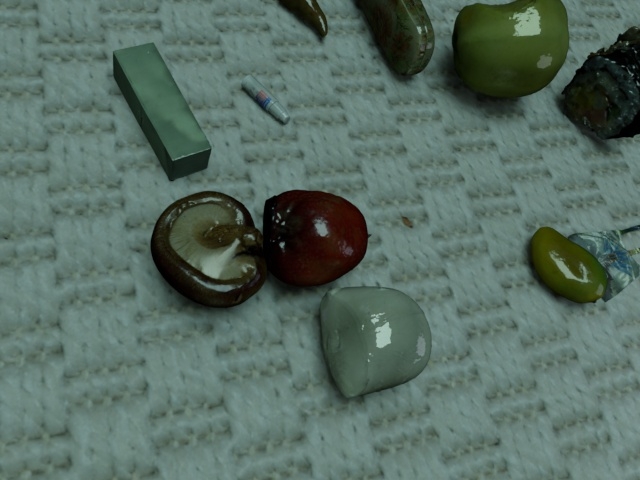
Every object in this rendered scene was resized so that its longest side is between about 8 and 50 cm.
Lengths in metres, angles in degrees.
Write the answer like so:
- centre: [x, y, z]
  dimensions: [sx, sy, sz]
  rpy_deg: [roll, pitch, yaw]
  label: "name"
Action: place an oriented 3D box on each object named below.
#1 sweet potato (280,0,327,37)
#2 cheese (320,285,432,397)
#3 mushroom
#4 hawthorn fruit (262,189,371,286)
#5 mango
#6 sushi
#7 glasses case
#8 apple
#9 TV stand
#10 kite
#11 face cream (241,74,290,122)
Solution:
- centre: [-0.070, -0.596, 1.432]
  dimensions: [0.067, 0.067, 0.274]
  rpy_deg: [-38, 86, -28]
  label: "sweet potato"
- centre: [0.104, 0.172, 1.072]
  dimensions: [0.189, 0.154, 0.198]
  rpy_deg: [-1, 65, -24]
  label: "cheese"
- centre: [-0.198, 0.023, 1.069]
  dimensions: [0.194, 0.138, 0.231]
  rpy_deg: [-7, 56, -6]
  label: "mushroom"
- centre: [0.000, 0.000, 1.121]
  dimensions: [0.251, 0.189, 0.189]
  rpy_deg: [8, 61, -38]
  label: "hawthorn fruit"
- centre: [0.535, 0.060, 1.304]
  dimensions: [0.191, 0.085, 0.122]
  rpy_deg: [37, 70, 13]
  label: "mango"
- centre: [0.756, -0.392, 1.503]
  dimensions: [0.219, 0.238, 0.225]
  rpy_deg: [-40, 99, -34]
  label: "sushi"
- centre: [0.159, -0.595, 1.450]
  dimensions: [0.098, 0.156, 0.425]
  rpy_deg: [-14, 71, -21]
  label: "glasses case"
- centre: [0.447, -0.466, 1.423]
  dimensions: [0.279, 0.279, 0.279]
  rpy_deg: [7, 64, -14]
  label: "apple"
- centre: [-0.317, -0.256, 1.185]
  dimensions: [0.088, 0.083, 0.269]
  rpy_deg: [-22, 73, -27]
  label: "TV stand"
- centre: [0.724, 0.018, 1.418]
  dimensions: [0.310, 0.015, 0.169]
  rpy_deg: [-21, 73, -24]
  label: "kite"
- centre: [-0.116, -0.305, 1.297]
  dimensions: [0.130, 0.034, 0.034]
  rpy_deg: [45, 61, 5]
  label: "face cream"
